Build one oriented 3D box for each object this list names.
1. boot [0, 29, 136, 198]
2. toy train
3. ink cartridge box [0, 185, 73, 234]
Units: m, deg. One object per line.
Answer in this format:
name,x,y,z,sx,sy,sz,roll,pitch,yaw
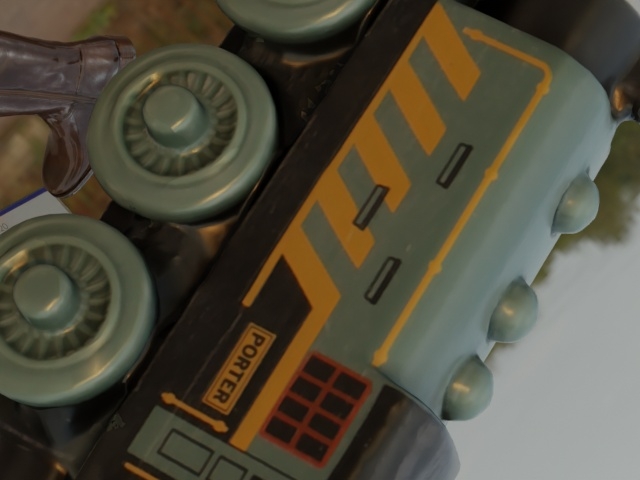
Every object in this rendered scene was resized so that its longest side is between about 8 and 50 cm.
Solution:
boot,-0.160,-0.065,0.982,0.114,0.037,0.106,-8,129,-50
toy train,0.000,0.000,0.757,0.334,0.190,0.142,-57,160,-16
ink cartridge box,-0.253,0.133,1.629,0.303,0.307,0.072,-33,160,-40
